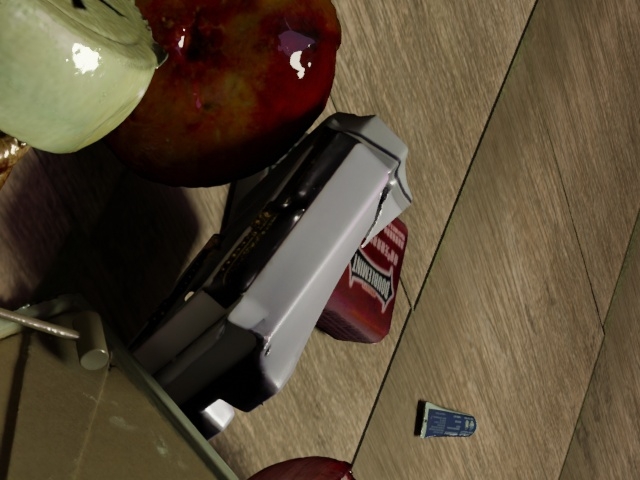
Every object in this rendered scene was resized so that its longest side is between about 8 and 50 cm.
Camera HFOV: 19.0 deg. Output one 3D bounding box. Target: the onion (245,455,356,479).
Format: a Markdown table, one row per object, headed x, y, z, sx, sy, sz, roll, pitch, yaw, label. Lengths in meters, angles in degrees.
| x | y | z | sx | sy | sz | roll | pitch | yaw | label |
| --- | --- | --- | --- | --- | --- | --- | --- | --- | --- |
| -0.054 | 0.294 | 1.419 | 0.227 | 0.120 | 0.283 | 92 | 12 | -45 | onion |

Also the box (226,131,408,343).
| x | y | z | sx | sy | sz | roll | pitch | yaw | label |
| --- | --- | --- | --- | --- | --- | --- | --- | --- | --- |
| 0.000 | 0.000 | 1.570 | 0.224 | 0.069 | 0.120 | 43 | 55 | -60 | box |

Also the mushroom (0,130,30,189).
| x | y | z | sx | sy | sz | roll | pitch | yaw | label |
| --- | --- | --- | --- | --- | --- | --- | --- | --- | --- |
| -0.222 | -0.055 | 1.073 | 0.085 | 0.109 | 0.126 | 59 | 7 | 32 | mushroom |

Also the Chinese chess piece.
| x | y | z | sx | sy | sz | roll | pitch | yaw | label |
| --- | --- | --- | --- | --- | --- | --- | --- | --- | --- |
| -0.175 | -0.133 | 1.055 | 0.083 | 0.188 | 0.188 | -44 | 158 | 14 | Chinese chess piece |

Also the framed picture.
| x | y | z | sx | sy | sz | roll | pitch | yaw | label |
| --- | --- | --- | --- | --- | --- | --- | --- | --- | --- |
| -0.163 | 0.146 | 1.123 | 0.024 | 0.232 | 0.315 | -47 | 168 | 27 | framed picture |

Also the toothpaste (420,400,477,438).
| x | y | z | sx | sy | sz | roll | pitch | yaw | label |
| --- | --- | --- | --- | --- | --- | --- | --- | --- | --- |
| 0.129 | 0.183 | 1.923 | 0.140 | 0.021 | 0.037 | 17 | 80 | -62 | toothpaste |

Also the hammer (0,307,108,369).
| x | y | z | sx | sy | sz | roll | pitch | yaw | label |
| --- | --- | --- | --- | --- | --- | --- | --- | --- | --- |
| -0.183 | 0.051 | 1.191 | 0.110 | 0.019 | 0.035 | 19 | 36 | -32 | hammer |

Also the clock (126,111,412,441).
| x | y | z | sx | sy | sz | roll | pitch | yaw | label |
| --- | --- | --- | --- | --- | --- | --- | --- | --- | --- |
| -0.042 | 0.033 | 1.292 | 0.083 | 0.253 | 0.186 | 40 | 61 | -6 | clock |

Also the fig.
| x | y | z | sx | sy | sz | roll | pitch | yaw | label |
| --- | --- | --- | --- | --- | --- | --- | --- | --- | --- |
| -0.053 | -0.153 | 1.317 | 0.290 | 0.190 | 0.191 | -40 | 129 | -55 | fig |
